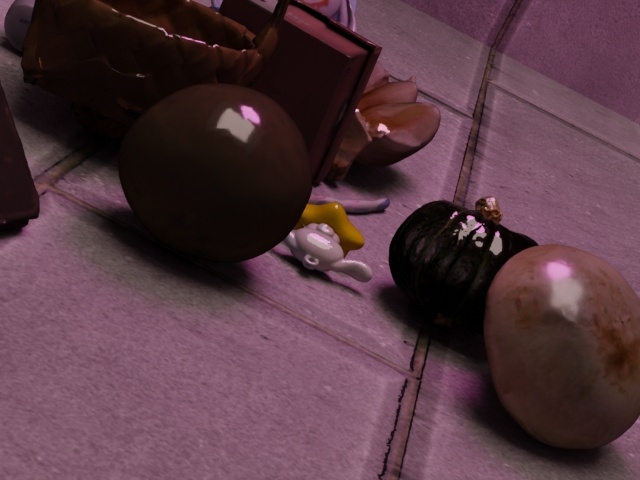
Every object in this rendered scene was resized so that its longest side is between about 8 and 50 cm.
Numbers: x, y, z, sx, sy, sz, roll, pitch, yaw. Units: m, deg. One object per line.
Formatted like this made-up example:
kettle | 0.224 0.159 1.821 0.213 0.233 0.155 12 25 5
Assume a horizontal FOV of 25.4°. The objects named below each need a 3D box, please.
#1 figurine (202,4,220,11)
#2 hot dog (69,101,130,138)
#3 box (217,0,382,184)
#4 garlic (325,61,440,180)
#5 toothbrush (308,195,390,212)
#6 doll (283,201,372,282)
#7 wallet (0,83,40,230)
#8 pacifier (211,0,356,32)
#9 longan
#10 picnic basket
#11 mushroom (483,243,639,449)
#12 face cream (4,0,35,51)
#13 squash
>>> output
figurine | -0.202 -0.329 2.236 0.149 0.086 0.087 1 6 -31
hot dog | -0.264 -0.151 1.724 0.083 0.035 0.058 19 21 -24
box | -0.056 -0.213 1.896 0.215 0.215 0.086 33 27 17
garlic | 0.028 -0.195 2.088 0.279 0.132 0.325 31 22 9
toothbrush | 0.020 -0.048 1.864 0.027 0.021 0.269 50 27 23
doll | 0.007 0.004 1.653 0.135 0.071 0.113 39 30 19
wallet | -0.379 -0.078 1.267 0.309 0.042 0.165 -9 76 -59
pacifier | -0.082 -0.400 2.450 0.299 0.244 0.233 -17 11 -34
longan | -0.104 -0.072 1.500 0.196 0.196 0.220 36 14 24
picnic basket | -0.181 -0.304 1.702 0.293 0.337 0.337 25 19 -3
mushroom | 0.257 0.118 1.529 0.226 0.178 0.226 32 44 -37
face cream | -0.365 -0.288 1.865 0.091 0.091 0.095 29 27 5
squash | 0.175 0.032 1.668 0.193 0.156 0.193 47 4 -4
